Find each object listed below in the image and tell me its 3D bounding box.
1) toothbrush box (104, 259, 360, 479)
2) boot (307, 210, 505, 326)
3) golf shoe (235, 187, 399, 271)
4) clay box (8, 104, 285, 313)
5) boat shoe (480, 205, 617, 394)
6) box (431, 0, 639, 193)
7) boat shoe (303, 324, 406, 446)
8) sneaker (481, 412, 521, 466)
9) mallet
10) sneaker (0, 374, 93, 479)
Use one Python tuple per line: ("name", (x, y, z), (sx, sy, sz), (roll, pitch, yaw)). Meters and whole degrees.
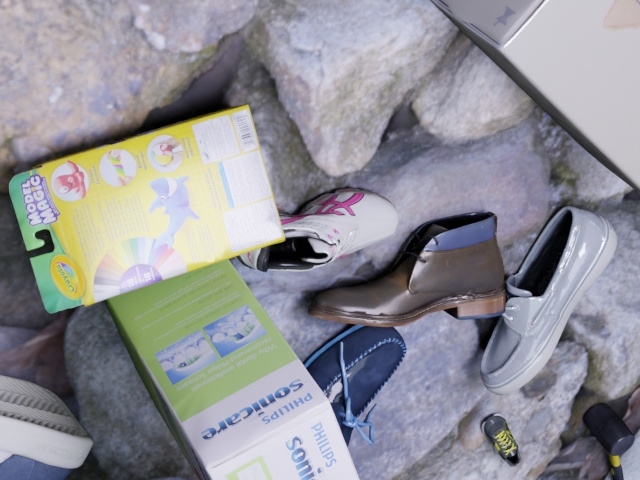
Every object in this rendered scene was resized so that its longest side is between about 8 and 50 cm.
("toothbrush box", (-0.076, 0.151, 1.385), (0.122, 0.283, 0.206), (-29, 133, -11))
("boot", (0.089, 0.027, 1.558), (0.219, 0.082, 0.106), (-4, 102, -25))
("golf shoe", (0.000, 0.000, 1.459), (0.186, 0.086, 0.067), (-10, 126, -28))
("clay box", (-0.153, -0.028, 1.331), (0.222, 0.053, 0.127), (-18, 98, -19))
("boat shoe", (0.228, 0.060, 1.656), (0.081, 0.079, 0.227), (26, 101, -32))
("box", (0.249, -0.174, 1.444), (0.121, 0.148, 0.311), (-48, 134, 6))
("boat shoe", (0.004, 0.199, 1.601), (0.258, 0.089, 0.109), (-50, 133, 9))
("sneaker", (0.216, 0.234, 1.794), (0.031, 0.035, 0.083), (-37, 134, -4))
("mallet", (0.371, 0.278, 1.904), (0.039, 0.062, 0.189), (-31, 133, -8))
("sneaker", (-0.362, 0.174, 1.330), (0.350, 0.131, 0.148), (31, 99, -42))
